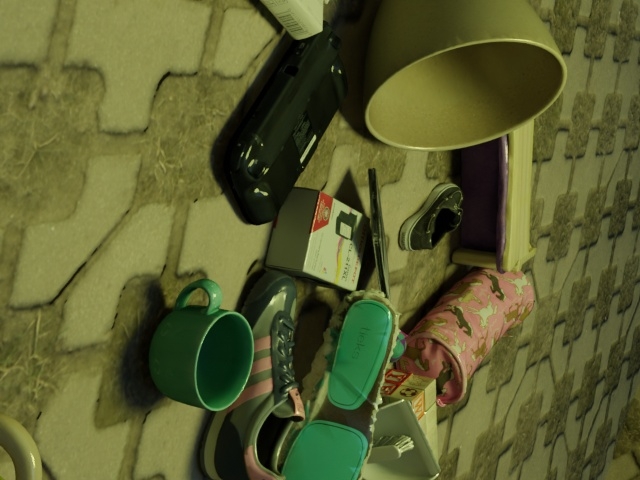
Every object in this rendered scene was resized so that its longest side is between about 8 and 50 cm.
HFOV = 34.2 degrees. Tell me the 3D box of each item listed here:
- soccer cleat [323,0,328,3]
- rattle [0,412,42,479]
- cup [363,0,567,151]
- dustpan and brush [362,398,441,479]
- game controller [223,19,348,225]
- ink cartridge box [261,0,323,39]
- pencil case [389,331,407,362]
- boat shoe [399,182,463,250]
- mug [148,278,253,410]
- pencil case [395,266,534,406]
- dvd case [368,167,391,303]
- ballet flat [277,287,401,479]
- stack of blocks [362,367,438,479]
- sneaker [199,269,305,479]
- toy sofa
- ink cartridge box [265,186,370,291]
[{"bbox_3d":[0.026,-0.392,1.617,0.083,0.029,0.036,-37,137,-46],"label":"soccer cleat"},{"bbox_3d":[-0.348,0.198,1.096,0.200,0.130,0.142,69,22,2],"label":"rattle"},{"bbox_3d":[0.214,-0.330,1.714,0.331,0.331,0.237,30,45,-58],"label":"cup"},{"bbox_3d":[0.074,0.356,1.718,0.060,0.211,0.147,-36,104,-56],"label":"dustpan and brush"},{"bbox_3d":[-0.045,-0.175,1.533,0.166,0.067,0.319,80,33,-53],"label":"game controller"},{"bbox_3d":[-0.053,-0.427,1.473,0.181,0.056,0.225,39,46,-55],"label":"ink cartridge box"},{"bbox_3d":[0.100,0.161,1.838,0.070,0.064,0.152,-48,143,-5],"label":"pencil case"},{"bbox_3d":[0.233,-0.044,2.000,0.228,0.076,0.080,-37,128,-50],"label":"boat shoe"},{"bbox_3d":[-0.160,0.137,1.365,0.129,0.097,0.158,37,65,-56],"label":"mug"},{"bbox_3d":[0.293,0.179,2.083,0.167,0.160,0.386,50,39,4],"label":"pencil case"},{"bbox_3d":[0.101,0.014,1.747,0.221,0.018,0.165,80,7,-46],"label":"dvd case"},{"bbox_3d":[0.024,0.274,1.671,0.147,0.147,0.409,31,80,-57],"label":"ballet flat"},{"bbox_3d":[0.110,0.373,1.804,0.087,0.171,0.297,-32,124,-52],"label":"stack of blocks"},{"bbox_3d":[-0.065,0.202,1.506,0.112,0.131,0.319,30,71,-57],"label":"sneaker"},{"bbox_3d":[0.343,-0.122,2.092,0.177,0.150,0.363,-27,120,-55],"label":"toy sofa"},{"bbox_3d":[0.000,0.000,1.623,0.175,0.072,0.128,24,76,-58],"label":"ink cartridge box"}]
